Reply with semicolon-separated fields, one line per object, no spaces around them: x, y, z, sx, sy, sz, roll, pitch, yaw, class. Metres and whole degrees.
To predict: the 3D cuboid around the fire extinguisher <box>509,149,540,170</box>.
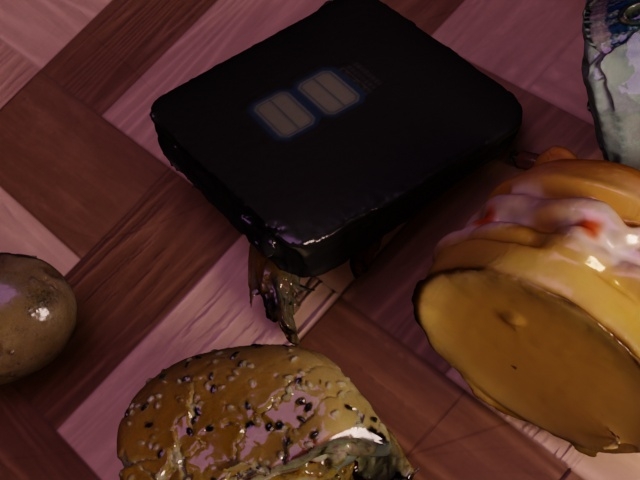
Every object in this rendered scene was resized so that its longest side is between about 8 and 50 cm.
0.248;-0.087;1.277;0.083;0.022;0.028;18;30;32;fire extinguisher

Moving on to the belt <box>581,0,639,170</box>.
0.345;-0.163;1.148;0.150;0.207;0.257;-10;15;20;belt

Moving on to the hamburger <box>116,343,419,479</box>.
-0.066;0.200;1.136;0.288;0.167;0.192;-23;56;9;hamburger

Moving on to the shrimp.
0.000;0.001;1.312;0.173;0.058;0.253;-10;53;8;shrimp

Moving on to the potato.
-0.416;0.098;1.366;0.262;0.165;0.165;-3;59;26;potato

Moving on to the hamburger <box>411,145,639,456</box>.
0.254;0.042;1.057;0.276;0.276;0.237;21;57;32;hamburger

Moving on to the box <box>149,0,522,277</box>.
0.014;-0.139;1.334;0.350;0.091;0.359;-32;50;-18;box
